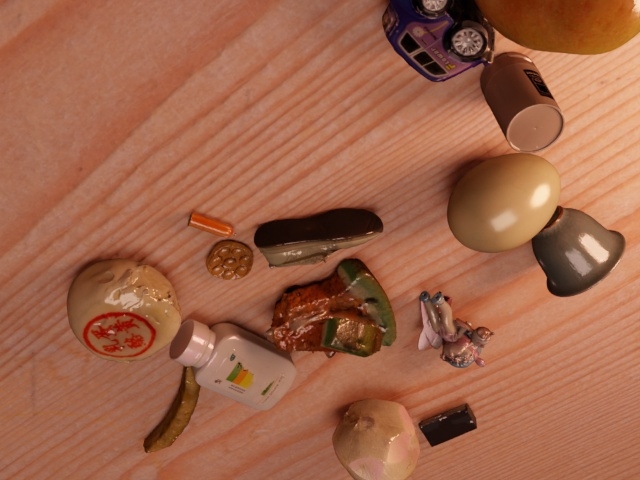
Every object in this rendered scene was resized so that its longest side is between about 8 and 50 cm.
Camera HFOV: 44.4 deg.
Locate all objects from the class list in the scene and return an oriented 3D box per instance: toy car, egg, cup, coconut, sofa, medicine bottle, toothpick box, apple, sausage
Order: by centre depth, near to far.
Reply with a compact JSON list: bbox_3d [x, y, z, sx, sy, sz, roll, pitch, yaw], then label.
[{"bbox_3d":[0.379,-0.443,1.191,0.338,0.339,0.305,-14,139,5],"label":"apple"},{"bbox_3d":[0.187,-0.386,1.325,0.158,0.172,0.235,-28,125,35],"label":"toy car"},{"bbox_3d":[0.368,-0.255,1.441,0.111,0.181,0.111,-4,133,-4],"label":"toothpick box"},{"bbox_3d":[0.371,-0.078,1.590,0.241,0.186,0.186,-37,126,13],"label":"egg"},{"bbox_3d":[-0.228,-0.030,1.661,0.107,0.031,0.031,19,126,-23],"label":"sausage"},{"bbox_3d":[0.535,0.003,1.704,0.199,0.199,0.150,-38,107,24],"label":"cup"},{"bbox_3d":[-0.211,0.293,1.885,0.296,0.111,0.161,32,102,-27],"label":"medicine bottle"},{"bbox_3d":[0.147,0.528,2.068,0.227,0.227,0.231,-16,131,7],"label":"coconut"},{"bbox_3d":[0.353,0.504,2.184,0.147,0.060,0.085,-27,111,16],"label":"sofa"}]

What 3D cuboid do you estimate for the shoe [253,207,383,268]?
[{"bbox_3d":[0.000,0.000,1.673,0.274,0.103,0.098,-8,133,8],"label":"shoe"}]

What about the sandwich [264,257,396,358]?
[{"bbox_3d":[0.020,0.190,1.796,0.300,0.162,0.251,-15,127,2],"label":"sandwich"}]

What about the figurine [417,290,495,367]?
[{"bbox_3d":[0.330,0.208,1.877,0.205,0.103,0.260,-7,132,33],"label":"figurine"}]

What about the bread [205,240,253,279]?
[{"bbox_3d":[-0.200,0.046,1.733,0.109,0.024,0.110,-4,132,-5],"label":"bread"}]

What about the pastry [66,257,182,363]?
[{"bbox_3d":[-0.432,0.156,1.733,0.264,0.133,0.265,-6,129,-7],"label":"pastry"}]

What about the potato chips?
[{"bbox_3d":[-0.367,0.430,2.021,0.080,0.057,0.407,16,127,-17],"label":"potato chips"}]
